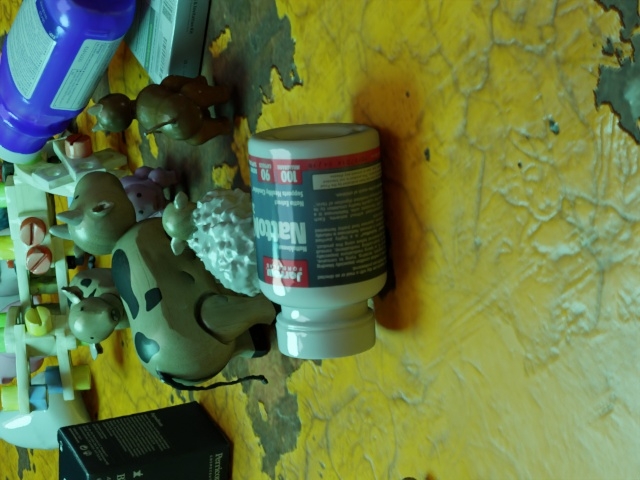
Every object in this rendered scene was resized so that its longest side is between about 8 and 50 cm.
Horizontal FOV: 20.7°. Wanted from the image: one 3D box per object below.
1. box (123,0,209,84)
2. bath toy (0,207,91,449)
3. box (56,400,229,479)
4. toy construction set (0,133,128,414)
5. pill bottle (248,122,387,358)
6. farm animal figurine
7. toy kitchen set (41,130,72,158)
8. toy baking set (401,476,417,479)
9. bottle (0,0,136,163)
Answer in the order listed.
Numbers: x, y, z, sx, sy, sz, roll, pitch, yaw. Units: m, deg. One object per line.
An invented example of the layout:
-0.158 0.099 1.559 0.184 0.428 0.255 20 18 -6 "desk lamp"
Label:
-0.167 -0.252 1.743 0.186 0.038 0.145 51 141 43 "box"
-0.391 0.112 2.204 0.151 0.129 0.348 57 -169 -66 "bath toy"
-0.185 0.266 1.814 0.093 0.158 0.156 43 135 51 "box"
-0.311 0.015 1.988 0.215 0.151 0.327 -99 20 -64 "toy construction set"
0.000 0.000 1.425 0.108 0.108 0.180 17 114 61 "pill bottle"
-0.168 0.021 1.678 0.327 0.172 0.330 55 145 37 "farm animal figurine"
-0.307 -0.132 2.074 0.068 0.075 0.083 -11 128 28 "toy kitchen set"
0.064 0.324 1.417 0.197 0.030 0.256 -94 11 -53 "toy baking set"
-0.275 -0.185 1.800 0.283 0.092 0.118 -53 43 47 "bottle"
